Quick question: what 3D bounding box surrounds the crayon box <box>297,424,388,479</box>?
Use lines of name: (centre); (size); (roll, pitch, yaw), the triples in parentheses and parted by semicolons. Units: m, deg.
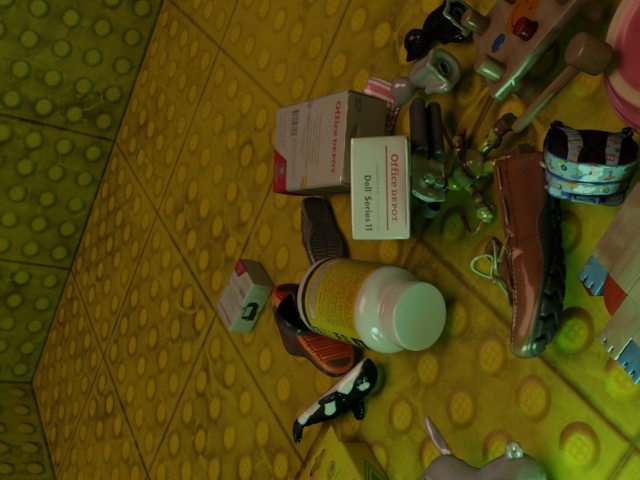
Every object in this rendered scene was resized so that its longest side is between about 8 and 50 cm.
crayon box: (0.074, 0.591, 1.787); (0.202, 0.081, 0.318); (-61, 39, 24)

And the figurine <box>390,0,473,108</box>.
figurine: (0.234, -0.405, 1.802); (0.209, 0.092, 0.215); (-16, 52, 61)

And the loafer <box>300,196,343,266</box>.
loafer: (0.000, 0.000, 2.064); (0.087, 0.094, 0.251); (101, 165, -47)

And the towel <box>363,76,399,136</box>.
towel: (0.131, -0.299, 1.992); (0.144, 0.029, 0.197); (34, 109, 53)

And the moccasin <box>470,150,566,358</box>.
moccasin: (0.356, 0.023, 1.456); (0.146, 0.139, 0.380); (-7, 75, 29)

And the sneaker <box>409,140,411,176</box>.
sneaker: (0.164, -0.156, 1.862); (0.057, 0.075, 0.161); (45, 118, 50)

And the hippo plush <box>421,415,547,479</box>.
hippo plush: (0.301, 0.478, 1.435); (0.236, 0.234, 0.294); (-20, 21, 33)

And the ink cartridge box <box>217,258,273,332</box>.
ink cartridge box: (-0.220, 0.161, 2.333); (0.175, 0.072, 0.127); (-62, 38, 24)

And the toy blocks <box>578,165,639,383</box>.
toy blocks: (0.529, 0.102, 1.208); (0.381, 0.190, 0.261); (61, 141, 42)

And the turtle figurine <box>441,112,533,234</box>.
turtle figurine: (0.316, -0.166, 1.637); (0.217, 0.087, 0.270); (-38, 51, 44)

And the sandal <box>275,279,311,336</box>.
sandal: (-0.041, 0.144, 1.959); (0.254, 0.097, 0.055); (-63, -2, -60)

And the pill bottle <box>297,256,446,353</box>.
pill bottle: (0.109, 0.142, 1.763); (0.334, 0.187, 0.188); (7, 87, 56)

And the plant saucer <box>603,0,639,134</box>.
plant saucer: (0.586, -0.324, 1.296); (0.332, 0.084, 0.332); (-21, 64, 52)

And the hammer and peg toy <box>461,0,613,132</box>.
hammer and peg toy: (0.383, -0.383, 1.482); (0.266, 0.127, 0.361); (-51, 26, 36)

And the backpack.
backpack: (0.441, -0.119, 1.327); (0.173, 0.158, 0.117); (-55, -30, -63)

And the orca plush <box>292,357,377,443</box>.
orca plush: (0.048, 0.388, 1.861); (0.287, 0.151, 0.102); (-44, 83, 17)

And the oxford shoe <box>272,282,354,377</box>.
oxford shoe: (-0.019, 0.244, 2.005); (0.364, 0.129, 0.133); (-130, 40, -55)

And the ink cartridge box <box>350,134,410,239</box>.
ink cartridge box: (0.127, -0.109, 1.667); (0.353, 0.119, 0.207); (-30, -61, -83)

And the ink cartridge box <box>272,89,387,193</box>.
ink cartridge box: (0.016, -0.230, 1.997); (0.306, 0.131, 0.226); (1, 85, 53)

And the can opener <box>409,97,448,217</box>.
can opener: (0.216, -0.181, 1.695); (0.093, 0.074, 0.281); (122, 156, -53)
